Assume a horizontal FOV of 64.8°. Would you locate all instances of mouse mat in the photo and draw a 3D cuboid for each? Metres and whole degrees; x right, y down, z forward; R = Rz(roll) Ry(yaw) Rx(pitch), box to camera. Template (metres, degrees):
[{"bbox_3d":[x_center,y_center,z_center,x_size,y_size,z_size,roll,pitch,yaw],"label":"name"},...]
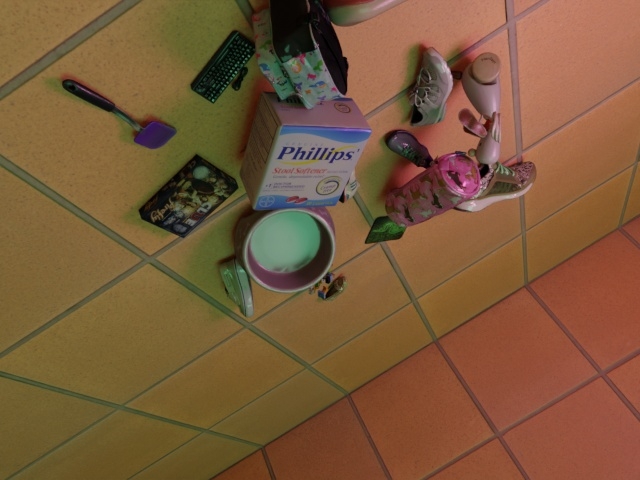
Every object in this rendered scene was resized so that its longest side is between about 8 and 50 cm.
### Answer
[{"bbox_3d":[0.280,-0.048,2.053,0.190,0.007,0.152,-9,139,-28],"label":"mouse mat"}]

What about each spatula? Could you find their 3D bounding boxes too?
[{"bbox_3d":[-0.473,-0.296,1.196,0.084,0.030,0.296,-39,144,16],"label":"spatula"}]

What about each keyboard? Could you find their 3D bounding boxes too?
[{"bbox_3d":[-0.224,-0.414,1.236,0.180,0.023,0.108,-44,143,20],"label":"keyboard"}]

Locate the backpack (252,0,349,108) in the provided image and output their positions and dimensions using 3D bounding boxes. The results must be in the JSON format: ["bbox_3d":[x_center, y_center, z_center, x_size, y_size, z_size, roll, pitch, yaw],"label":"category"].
[{"bbox_3d":[-0.037,-0.435,1.175,0.191,0.225,0.253,-18,154,22],"label":"backpack"}]

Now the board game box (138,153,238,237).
[{"bbox_3d":[-0.380,-0.122,1.465,0.243,0.042,0.165,-40,144,14],"label":"board game box"}]

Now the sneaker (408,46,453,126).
[{"bbox_3d":[0.320,-0.443,1.513,0.115,0.105,0.281,-25,145,-7],"label":"sneaker"}]

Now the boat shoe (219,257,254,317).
[{"bbox_3d":[-0.303,0.173,1.848,0.094,0.109,0.302,-8,132,-4],"label":"boat shoe"}]

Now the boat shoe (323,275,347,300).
[{"bbox_3d":[0.062,0.210,2.174,0.048,0.056,0.153,0,142,-42],"label":"boat shoe"}]

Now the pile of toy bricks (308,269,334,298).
[{"bbox_3d":[0.013,0.131,2.016,0.105,0.118,0.212,-46,147,-37],"label":"pile of toy bricks"}]

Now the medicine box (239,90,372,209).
[{"bbox_3d":[-0.049,-0.235,1.357,0.264,0.149,0.289,-5,142,-28],"label":"medicine box"}]

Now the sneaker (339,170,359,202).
[{"bbox_3d":[0.099,-0.202,1.707,0.075,0.057,0.161,-29,147,-31],"label":"sneaker"}]

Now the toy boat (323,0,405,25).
[{"bbox_3d":[0.108,-0.599,1.168,0.231,0.151,0.151,-30,111,-10],"label":"toy boat"}]

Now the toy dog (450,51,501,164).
[{"bbox_3d":[0.464,-0.409,1.536,0.161,0.333,0.220,1,165,19],"label":"toy dog"}]

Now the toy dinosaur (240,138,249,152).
[{"bbox_3d":[-0.146,-0.310,1.383,0.211,0.064,0.112,-30,146,1],"label":"toy dinosaur"}]

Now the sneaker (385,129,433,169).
[{"bbox_3d":[0.314,-0.298,1.691,0.224,0.098,0.083,12,127,-44],"label":"sneaker"}]

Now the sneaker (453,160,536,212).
[{"bbox_3d":[0.692,-0.255,1.993,0.410,0.158,0.182,-24,127,-17],"label":"sneaker"}]

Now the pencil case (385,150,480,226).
[{"bbox_3d":[0.367,-0.162,1.714,0.160,0.167,0.386,-17,172,-24],"label":"pencil case"}]

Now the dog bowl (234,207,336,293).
[{"bbox_3d":[-0.107,0.019,1.657,0.349,0.102,0.348,-5,113,-11],"label":"dog bowl"}]
